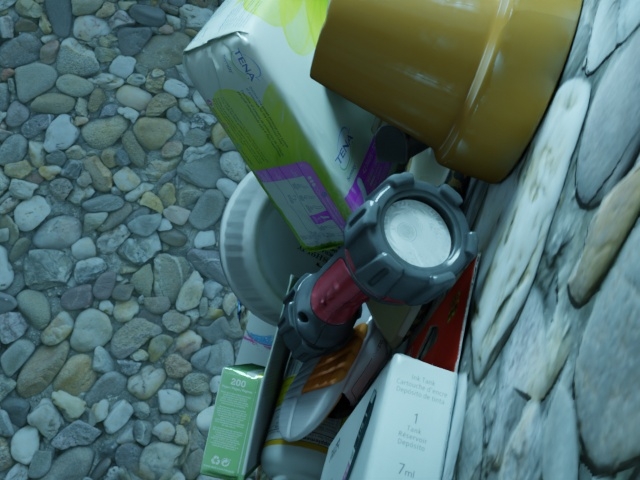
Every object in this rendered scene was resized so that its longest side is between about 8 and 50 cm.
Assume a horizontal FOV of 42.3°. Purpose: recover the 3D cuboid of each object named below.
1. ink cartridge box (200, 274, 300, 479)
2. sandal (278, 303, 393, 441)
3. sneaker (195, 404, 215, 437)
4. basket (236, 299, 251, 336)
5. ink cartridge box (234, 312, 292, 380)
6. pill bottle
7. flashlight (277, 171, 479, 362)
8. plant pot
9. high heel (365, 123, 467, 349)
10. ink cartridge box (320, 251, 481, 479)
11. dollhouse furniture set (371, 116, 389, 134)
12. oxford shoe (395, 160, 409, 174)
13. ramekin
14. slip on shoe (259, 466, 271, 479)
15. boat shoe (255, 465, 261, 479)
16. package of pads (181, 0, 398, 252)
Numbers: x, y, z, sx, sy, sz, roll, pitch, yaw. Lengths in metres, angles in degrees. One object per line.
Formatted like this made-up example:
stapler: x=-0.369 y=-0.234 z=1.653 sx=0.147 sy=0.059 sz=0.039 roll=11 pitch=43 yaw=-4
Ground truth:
ink cartridge box: x=-0.074 y=0.156 z=0.987 sx=0.171 sy=0.056 sz=0.235 roll=50 pitch=-129 yaw=-81
sandal: x=0.049 y=0.123 z=0.938 sx=0.102 sy=0.076 sz=0.265 roll=-17 pitch=36 yaw=58
sneaker: x=-0.068 y=0.298 z=1.210 sx=0.091 sy=0.240 sz=0.126 roll=3 pitch=92 yaw=61
basket: x=-0.054 y=0.135 z=1.743 sx=0.201 sy=0.254 sz=0.289 roll=107 pitch=161 yaw=-52
ink cartridge box: x=-0.028 y=0.150 z=1.453 sx=0.226 sy=0.131 sz=0.306 roll=-27 pitch=-39 yaw=-59
pill bottle: x=-0.004 y=0.234 z=0.991 sx=0.117 sy=0.117 sz=0.208 roll=110 pitch=178 yaw=-57
flashlight: x=0.033 y=0.045 z=0.770 sx=0.103 sy=0.103 sz=0.304 roll=66 pitch=153 yaw=14
plant pot: x=0.097 y=-0.175 z=0.720 sx=0.205 sy=0.188 sz=0.205 roll=-162 pitch=90 yaw=-89
high heel: x=0.123 y=-0.023 z=0.896 sx=0.186 sy=0.093 sz=0.261 roll=-30 pitch=-52 yaw=-48
ink cartridge box: x=0.057 y=0.161 z=0.745 sx=0.275 sy=0.060 sz=0.239 roll=110 pitch=176 yaw=-59
dollhouse furniture set: x=0.090 y=-0.160 z=0.968 sx=0.161 sy=0.101 sz=0.182 roll=-25 pitch=-25 yaw=-29
oxford shoe: x=0.075 y=-0.144 z=1.533 sx=0.169 sy=0.130 sz=0.449 roll=-40 pitch=-14 yaw=-31
ramekin: x=0.000 y=0.000 z=1.148 sx=0.127 sy=0.273 sz=0.273 roll=-179 pitch=107 yaw=-76
slip on shoe: x=-0.028 y=0.348 z=1.147 sx=0.123 sy=0.101 sz=0.331 roll=-137 pitch=49 yaw=-61
boat shoe: x=-0.099 y=0.496 z=1.331 sx=0.122 sy=0.120 sz=0.324 roll=114 pitch=174 yaw=-80
package of pads: x=-0.015 y=-0.159 z=0.951 sx=0.296 sy=0.101 sz=0.229 roll=57 pitch=-142 yaw=-31
